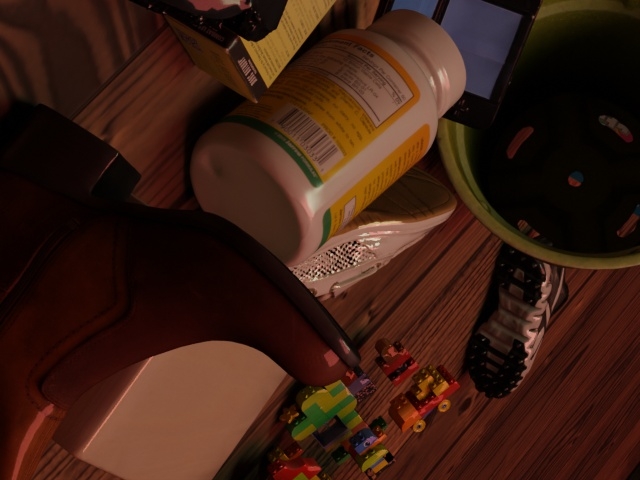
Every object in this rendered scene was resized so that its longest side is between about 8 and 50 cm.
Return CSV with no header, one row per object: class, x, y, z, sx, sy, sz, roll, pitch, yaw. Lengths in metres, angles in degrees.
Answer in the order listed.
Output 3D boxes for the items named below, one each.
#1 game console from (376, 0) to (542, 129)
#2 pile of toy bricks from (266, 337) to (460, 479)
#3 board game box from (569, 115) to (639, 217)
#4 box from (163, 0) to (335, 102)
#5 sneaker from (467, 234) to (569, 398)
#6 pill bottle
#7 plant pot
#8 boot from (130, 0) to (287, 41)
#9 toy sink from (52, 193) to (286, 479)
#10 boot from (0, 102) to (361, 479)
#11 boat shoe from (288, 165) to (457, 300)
game console,0.102,-0.154,1.458,0.085,0.124,0.144,-73,-177,-60
pile of toy bricks,0.015,0.162,1.711,0.212,0.118,0.105,-39,128,-2
board game box,0.402,-0.153,1.896,0.097,0.224,0.303,-39,152,-40
box,-0.004,-0.208,1.192,0.232,0.058,0.087,-53,158,-8
sneaker,0.238,0.083,2.071,0.106,0.078,0.234,-32,146,-42
pill bottle,0.012,-0.082,1.317,0.208,0.117,0.117,-42,154,-33
plant pot,0.244,-0.085,1.657,0.276,0.276,0.254,-54,170,-7
boot,-0.014,-0.228,1.089,0.246,0.094,0.207,-8,124,-54
toy sink,-0.126,0.067,1.210,0.153,0.131,0.234,-54,160,-4
boot,-0.147,0.095,1.031,0.280,0.264,0.096,-56,167,-6
boat shoe,0.000,0.000,1.443,0.277,0.098,0.096,-15,135,-46
